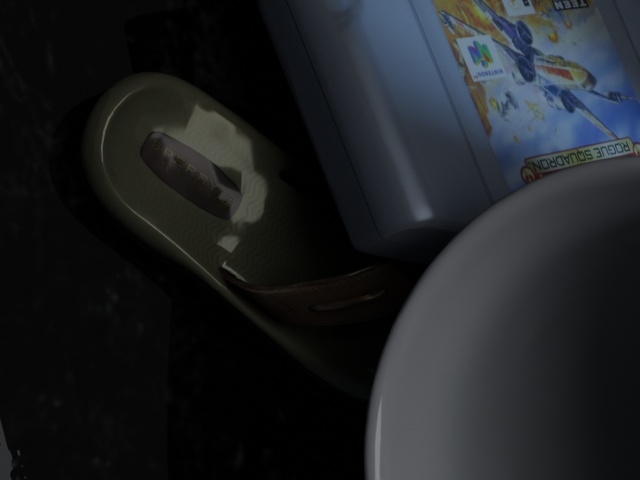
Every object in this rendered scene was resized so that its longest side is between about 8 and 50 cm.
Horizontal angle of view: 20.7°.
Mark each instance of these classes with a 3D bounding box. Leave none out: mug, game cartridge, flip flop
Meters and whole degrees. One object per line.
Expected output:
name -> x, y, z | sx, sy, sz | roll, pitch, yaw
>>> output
mug -> 0.199, 0.156, 0.916 | 0.328, 0.276, 0.374 | 12, 109, -57
game cartridge -> 0.108, -0.089, 0.973 | 0.297, 0.062, 0.198 | -13, 74, -44
flip flop -> 0.000, 0.000, 0.930 | 0.277, 0.080, 0.112 | 35, 67, -20
